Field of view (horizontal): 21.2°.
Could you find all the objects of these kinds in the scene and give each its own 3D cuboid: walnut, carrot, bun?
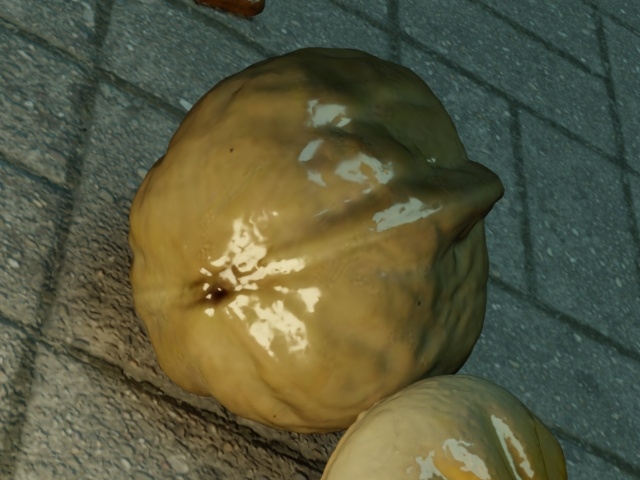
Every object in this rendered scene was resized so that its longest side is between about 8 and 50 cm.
[{"bbox_3d":[0.000,0.000,1.594,0.381,0.381,0.381,27,37,-22],"label":"walnut"},{"bbox_3d":[-0.109,-0.291,2.058,0.093,0.032,0.032,5,49,-35],"label":"carrot"},{"bbox_3d":[0.134,0.266,1.462,0.299,0.165,0.299,-9,102,-47],"label":"bun"}]
